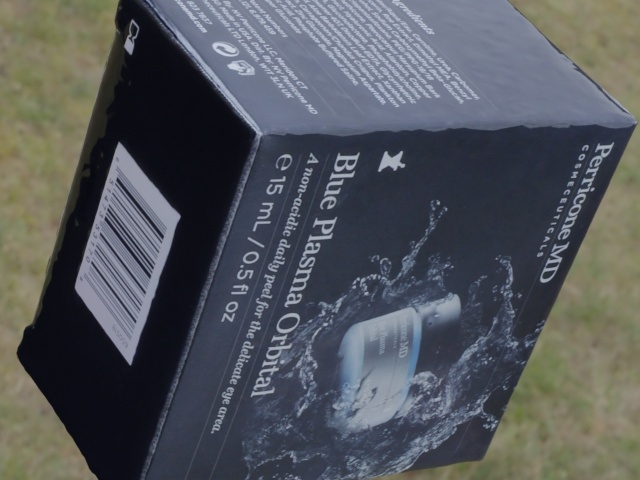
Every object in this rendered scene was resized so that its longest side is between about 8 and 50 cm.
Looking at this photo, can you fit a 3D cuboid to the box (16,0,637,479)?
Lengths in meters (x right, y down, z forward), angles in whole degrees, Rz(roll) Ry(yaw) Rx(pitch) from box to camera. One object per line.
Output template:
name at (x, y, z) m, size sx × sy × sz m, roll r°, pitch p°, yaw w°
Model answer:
box at (0.000, 0.000, 0.655) m, size 0.158 × 0.156 × 0.093 m, roll -5°, pitch 39°, yaw -36°
